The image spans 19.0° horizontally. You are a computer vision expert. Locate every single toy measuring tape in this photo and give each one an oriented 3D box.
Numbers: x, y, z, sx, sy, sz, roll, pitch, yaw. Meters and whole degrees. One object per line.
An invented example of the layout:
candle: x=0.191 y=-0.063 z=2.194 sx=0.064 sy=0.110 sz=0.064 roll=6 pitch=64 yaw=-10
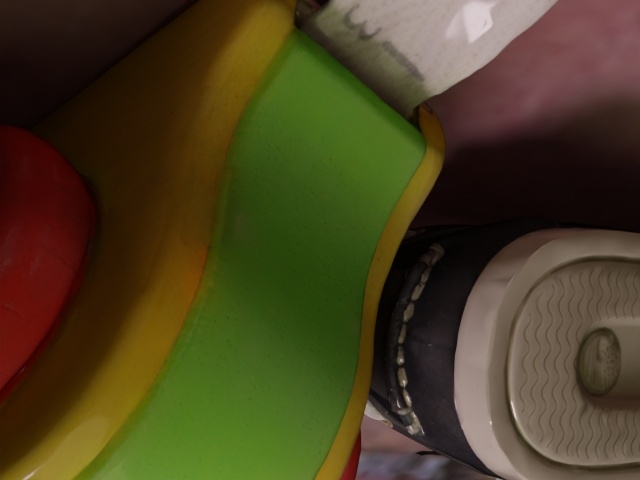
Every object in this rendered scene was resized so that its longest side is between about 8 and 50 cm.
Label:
toy measuring tape: x=0.000 y=0.000 z=0.384 sx=0.330 sy=0.121 sz=0.121 roll=-34 pitch=139 yaw=25

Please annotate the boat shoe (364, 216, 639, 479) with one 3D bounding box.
boat shoe: x=0.097 y=0.038 z=0.522 sx=0.233 sy=0.084 sz=0.079 roll=15 pitch=170 yaw=-42
